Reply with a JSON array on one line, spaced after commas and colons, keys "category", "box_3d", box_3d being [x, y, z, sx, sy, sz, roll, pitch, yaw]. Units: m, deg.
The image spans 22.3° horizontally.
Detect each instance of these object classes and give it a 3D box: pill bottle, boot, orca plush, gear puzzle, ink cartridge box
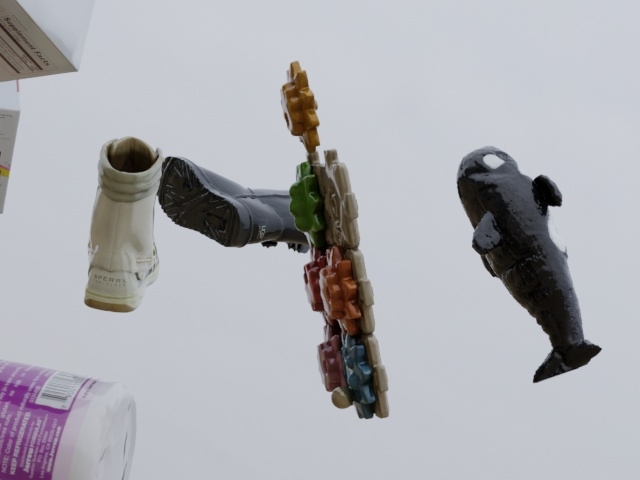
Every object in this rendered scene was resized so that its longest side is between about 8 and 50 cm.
[{"category": "pill bottle", "box_3d": [-0.342, 0.193, 1.567, 0.302, 0.169, 0.169, 10, -22, 7]}, {"category": "boot", "box_3d": [-0.106, -0.050, 2.446, 0.207, 0.094, 0.246, 3, 20, -41]}, {"category": "orca plush", "box_3d": [0.204, 0.022, 1.831, 0.102, 0.287, 0.151, -4, -15, -35]}, {"category": "gear puzzle", "box_3d": [0.000, 0.000, 1.522, 0.044, 0.339, 0.175, -11, 5, -12]}, {"category": "boot", "box_3d": [-0.204, -0.032, 1.725, 0.077, 0.165, 0.213, 8, 18, -2]}, {"category": "ink cartridge box", "box_3d": [-0.484, -0.145, 2.356, 0.072, 0.175, 0.127, 6, 30, -16]}]

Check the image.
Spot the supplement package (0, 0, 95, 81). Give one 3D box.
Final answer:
[{"category": "supplement package", "box_3d": [-0.367, -0.274, 1.525, 0.263, 0.199, 0.198, -5, -31, 23]}]
